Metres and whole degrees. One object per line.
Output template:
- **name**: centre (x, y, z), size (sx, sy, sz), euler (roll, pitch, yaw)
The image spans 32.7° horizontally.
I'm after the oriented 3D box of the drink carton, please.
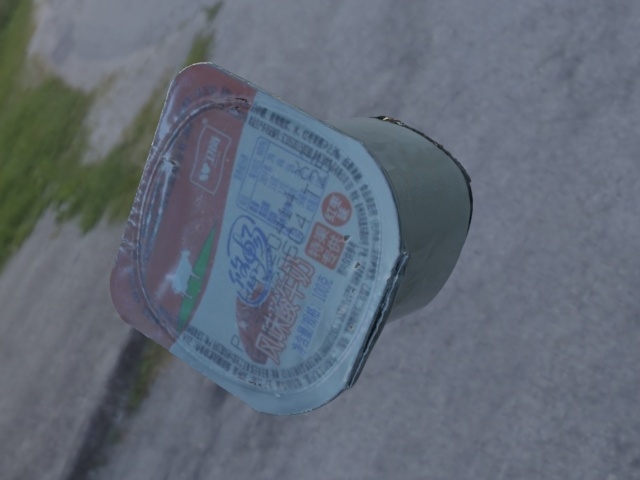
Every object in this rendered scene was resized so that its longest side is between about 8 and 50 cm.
- **drink carton**: centre (0.000, 0.000, 0.733), size (0.191, 0.189, 0.186), euler (28, 106, 24)
